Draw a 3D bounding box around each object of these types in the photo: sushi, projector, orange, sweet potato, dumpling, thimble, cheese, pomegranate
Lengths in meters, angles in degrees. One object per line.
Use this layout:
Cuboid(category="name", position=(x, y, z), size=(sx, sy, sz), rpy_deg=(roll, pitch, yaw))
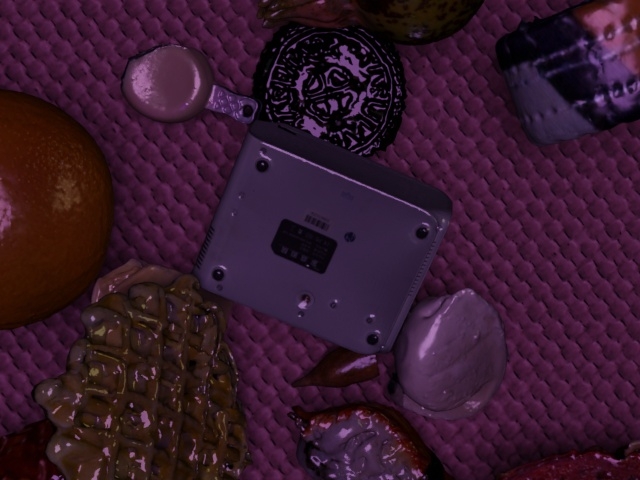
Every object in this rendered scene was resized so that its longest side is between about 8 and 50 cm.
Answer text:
Cuboid(category="sushi", position=(0.094, 0.303, 1.537), size=(0.130, 0.124, 0.332), rpy_deg=(-39, 92, -2))
Cuboid(category="projector", position=(0.000, 0.000, 1.507), size=(0.250, 0.108, 0.198), rpy_deg=(23, 111, -3))
Cuboid(category="orange", position=(-0.364, -0.036, 1.443), size=(0.274, 0.274, 0.274), rpy_deg=(0, 92, -2))
Cuboid(category="sweet potato", position=(0.018, 0.157, 1.574), size=(0.117, 0.049, 0.049), rpy_deg=(-20, 93, 10))
Cuboid(category="dumpling", position=(0.155, 0.135, 1.549), size=(0.150, 0.092, 0.176), rpy_deg=(13, 97, -25))
Cuboid(category="thimble", position=(0.323, -0.210, 1.486), size=(0.237, 0.237, 0.150), rpy_deg=(-22, 97, -1))
Cuboid(category="cheese", position=(-0.152, -0.184, 1.537), size=(0.171, 0.047, 0.092), rpy_deg=(2, 96, 11))
Cuboid(category="pomegranate", position=(0.070, -0.307, 1.477), size=(0.204, 0.222, 0.276), rpy_deg=(33, 107, -37))

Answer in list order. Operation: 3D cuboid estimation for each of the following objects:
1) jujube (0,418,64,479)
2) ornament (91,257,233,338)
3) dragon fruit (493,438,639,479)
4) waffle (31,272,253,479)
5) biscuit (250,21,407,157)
Cuboid(category="jujube", position=(-0.296, 0.307, 1.495), size=(0.232, 0.213, 0.213), rpy_deg=(-24, 93, -2))
Cuboid(category="ornament", position=(-0.170, 0.104, 1.529), size=(0.180, 0.059, 0.201), rpy_deg=(-34, 121, -33))
Cuboid(category="dragon fruit", position=(0.350, 0.352, 1.548), size=(0.205, 0.152, 0.317), rpy_deg=(-40, 86, -12))
Cuboid(category="waffle", position=(-0.176, 0.203, 1.420), size=(0.073, 0.297, 0.317), rpy_deg=(-7, 109, 37))
Cuboid(category="biscuit", position=(0.010, -0.179, 1.553), size=(0.194, 0.053, 0.195), rpy_deg=(0, 92, -1))
